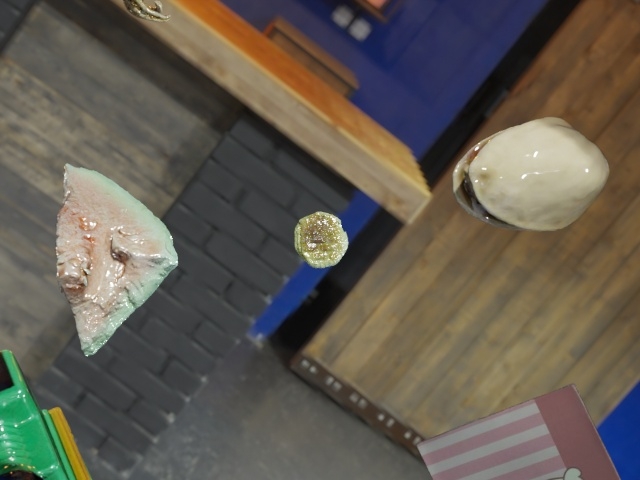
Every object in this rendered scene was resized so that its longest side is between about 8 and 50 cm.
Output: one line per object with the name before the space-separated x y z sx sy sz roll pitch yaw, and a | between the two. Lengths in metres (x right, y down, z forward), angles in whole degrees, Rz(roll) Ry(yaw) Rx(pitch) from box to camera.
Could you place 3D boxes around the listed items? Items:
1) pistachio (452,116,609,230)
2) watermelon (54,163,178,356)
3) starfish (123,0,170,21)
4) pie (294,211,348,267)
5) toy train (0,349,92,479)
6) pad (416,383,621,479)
pistachio | 0.285 -0.088 1.562 0.223 0.152 0.126 -2 1 -23
watermelon | -0.178 -0.001 0.969 0.080 0.101 0.155 65 1 -47
starfish | -0.219 -0.388 1.582 0.074 0.190 0.146 17 1 -16
pie | 0.000 0.000 1.709 0.084 0.084 0.020 39 -7 5
toy train | -0.351 0.296 1.363 0.429 0.178 0.249 42 -27 57
pad | 0.249 0.322 1.255 0.299 0.202 0.005 65 26 3
